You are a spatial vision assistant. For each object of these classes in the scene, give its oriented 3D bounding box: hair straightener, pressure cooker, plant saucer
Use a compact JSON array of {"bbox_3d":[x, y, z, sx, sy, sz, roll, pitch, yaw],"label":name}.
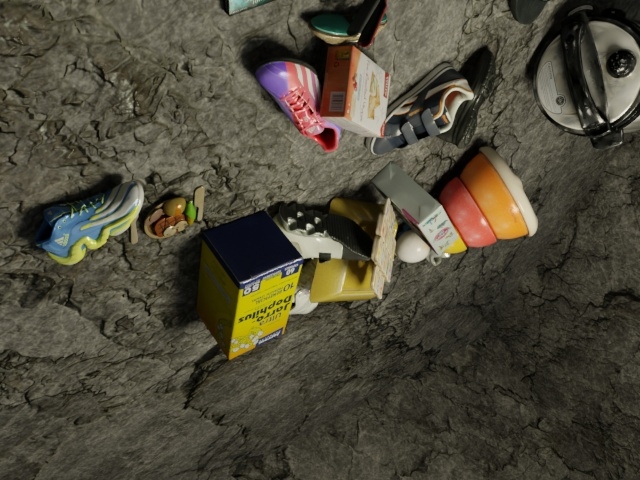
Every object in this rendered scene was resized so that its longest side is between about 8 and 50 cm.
[{"bbox_3d":[0.115,-0.518,1.278,0.089,0.047,0.230,24,95,-45],"label":"hair straightener"},{"bbox_3d":[0.869,-0.508,1.925,0.421,0.370,0.375,-15,139,-45],"label":"pressure cooker"},{"bbox_3d":[0.127,0.046,1.971,0.333,0.081,0.332,4,102,-52],"label":"plant saucer"}]

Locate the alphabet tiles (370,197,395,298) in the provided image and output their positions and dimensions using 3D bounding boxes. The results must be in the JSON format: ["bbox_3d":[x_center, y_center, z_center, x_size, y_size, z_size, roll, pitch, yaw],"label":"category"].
[{"bbox_3d":[0.193,0.026,1.872,0.284,0.021,0.277,54,46,-67],"label":"alphabet tiles"}]

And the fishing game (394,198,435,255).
[{"bbox_3d":[0.368,-0.032,2.334,0.264,0.041,0.189,-44,146,9],"label":"fishing game"}]

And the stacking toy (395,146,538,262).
[{"bbox_3d":[0.470,-0.075,2.185,0.480,0.350,0.350,-29,153,10],"label":"stacking toy"}]

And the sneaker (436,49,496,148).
[{"bbox_3d":[0.406,-0.411,1.781,0.286,0.130,0.109,-66,157,1],"label":"sneaker"}]

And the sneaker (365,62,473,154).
[{"bbox_3d":[0.272,-0.335,1.708,0.321,0.127,0.126,-43,153,9],"label":"sneaker"}]

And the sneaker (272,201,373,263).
[{"bbox_3d":[0.000,0.000,1.795,0.331,0.122,0.146,20,134,-21],"label":"sneaker"}]

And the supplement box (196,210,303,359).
[{"bbox_3d":[-0.203,0.127,1.717,0.194,0.195,0.356,-22,147,-30],"label":"supplement box"}]

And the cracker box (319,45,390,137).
[{"bbox_3d":[0.085,-0.334,1.434,0.232,0.067,0.155,5,92,-64],"label":"cracker box"}]

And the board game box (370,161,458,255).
[{"bbox_3d":[0.305,-0.096,1.982,0.097,0.224,0.303,-44,151,4],"label":"board game box"}]

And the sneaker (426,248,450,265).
[{"bbox_3d":[0.478,0.007,2.450,0.090,0.115,0.232,-20,145,-31],"label":"sneaker"}]

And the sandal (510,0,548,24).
[{"bbox_3d":[0.602,-0.732,1.554,0.168,0.107,0.445,-22,146,-30],"label":"sandal"}]

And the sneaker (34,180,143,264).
[{"bbox_3d":[-0.472,-0.045,1.258,0.240,0.091,0.126,-42,151,6],"label":"sneaker"}]

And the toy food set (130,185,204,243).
[{"bbox_3d":[-0.349,-0.048,1.454,0.192,0.038,0.132,-23,148,-28],"label":"toy food set"}]

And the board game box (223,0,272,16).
[{"bbox_3d":[-0.095,-0.495,1.137,0.186,0.026,0.126,-29,150,-20],"label":"board game box"}]

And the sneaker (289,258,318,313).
[{"bbox_3d":[-0.034,0.138,2.020,0.152,0.114,0.305,-5,136,-49],"label":"sneaker"}]

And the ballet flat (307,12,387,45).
[{"bbox_3d":[0.056,-0.449,1.345,0.206,0.073,0.067,-17,159,-30],"label":"ballet flat"}]

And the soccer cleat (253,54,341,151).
[{"bbox_3d":[-0.036,-0.296,1.371,0.109,0.116,0.318,-13,163,23],"label":"soccer cleat"}]
